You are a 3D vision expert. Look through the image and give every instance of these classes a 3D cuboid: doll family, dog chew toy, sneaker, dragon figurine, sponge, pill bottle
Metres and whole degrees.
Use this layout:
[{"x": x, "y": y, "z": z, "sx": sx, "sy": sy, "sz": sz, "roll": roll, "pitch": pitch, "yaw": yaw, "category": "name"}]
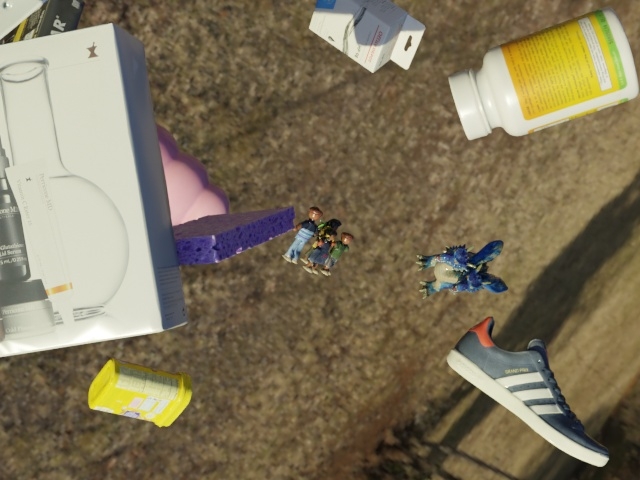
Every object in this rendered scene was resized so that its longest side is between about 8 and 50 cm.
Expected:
[{"x": 0.000, "y": 0.000, "z": 1.708, "sx": 0.111, "sy": 0.076, "sz": 0.193, "roll": -56, "pitch": 164, "yaw": 9, "category": "doll family"}, {"x": -0.353, "y": -0.128, "z": 2.071, "sx": 0.206, "sy": 0.332, "sz": 0.206, "roll": -53, "pitch": -173, "yaw": 9, "category": "dog chew toy"}, {"x": 0.415, "y": 0.275, "z": 1.696, "sx": 0.148, "sy": 0.350, "sz": 0.131, "roll": -53, "pitch": 166, "yaw": -2, "category": "sneaker"}, {"x": 0.255, "y": 0.045, "z": 1.459, "sx": 0.289, "sy": 0.144, "sz": 0.085, "roll": -3, "pitch": 88, "yaw": -48, "category": "dragon figurine"}, {"x": -0.119, "y": -0.006, "z": 0.992, "sx": 0.210, "sy": 0.117, "sz": 0.031, "roll": -27, "pitch": 111, "yaw": -67, "category": "sponge"}, {"x": 0.317, "y": -0.232, "z": 1.296, "sx": 0.245, "sy": 0.136, "sz": 0.136, "roll": -18, "pitch": 166, "yaw": 14, "category": "pill bottle"}]

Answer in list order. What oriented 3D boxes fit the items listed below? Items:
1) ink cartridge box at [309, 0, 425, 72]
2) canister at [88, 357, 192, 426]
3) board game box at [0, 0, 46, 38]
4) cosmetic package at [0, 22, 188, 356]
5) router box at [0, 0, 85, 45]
[{"x": 0.077, "y": -0.362, "z": 1.519, "sx": 0.060, "sy": 0.180, "sz": 0.104, "roll": -43, "pitch": 163, "yaw": -38, "category": "ink cartridge box"}, {"x": -0.360, "y": 0.302, "z": 1.789, "sx": 0.170, "sy": 0.073, "sz": 0.126, "roll": 20, "pitch": 127, "yaw": -31, "category": "canister"}, {"x": -0.559, "y": -0.352, "z": 1.092, "sx": 0.390, "sy": 0.050, "sz": 0.390, "roll": -38, "pitch": 143, "yaw": 3, "category": "board game box"}, {"x": -0.338, "y": -0.027, "z": 0.861, "sx": 0.097, "sy": 0.377, "sz": 0.284, "roll": 9, "pitch": 71, "yaw": -83, "category": "cosmetic package"}, {"x": -0.648, "y": -0.380, "z": 1.979, "sx": 0.081, "sy": 0.243, "sz": 0.309, "roll": 27, "pitch": 64, "yaw": -36, "category": "router box"}]
